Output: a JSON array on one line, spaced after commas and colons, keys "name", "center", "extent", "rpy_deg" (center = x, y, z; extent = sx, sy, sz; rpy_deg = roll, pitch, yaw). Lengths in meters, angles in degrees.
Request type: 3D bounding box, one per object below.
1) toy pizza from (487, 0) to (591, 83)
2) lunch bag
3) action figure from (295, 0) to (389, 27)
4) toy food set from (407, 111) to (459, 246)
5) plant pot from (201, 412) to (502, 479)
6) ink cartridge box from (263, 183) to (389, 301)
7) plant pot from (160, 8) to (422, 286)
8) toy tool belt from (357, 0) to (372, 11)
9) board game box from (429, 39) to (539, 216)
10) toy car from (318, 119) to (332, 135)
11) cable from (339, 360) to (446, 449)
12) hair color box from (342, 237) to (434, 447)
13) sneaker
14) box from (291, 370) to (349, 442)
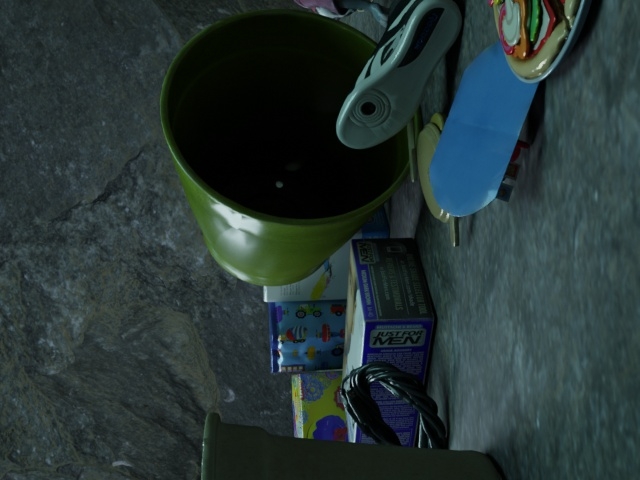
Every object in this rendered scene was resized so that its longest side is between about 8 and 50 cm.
[{"name": "toy pizza", "center": [0.165, -0.226, 0.636], "extent": [0.201, 0.032, 0.202], "rpy_deg": [180, 90, -83]}, {"name": "lunch bag", "center": [0.003, 0.108, 1.643], "extent": [0.138, 0.220, 0.293], "rpy_deg": [94, 172, -48]}, {"name": "action figure", "center": [-0.017, -0.476, 1.294], "extent": [0.370, 0.275, 0.248], "rpy_deg": [89, 175, -54]}, {"name": "toy food set", "center": [0.149, -0.086, 0.974], "extent": [0.192, 0.038, 0.133], "rpy_deg": [-109, 10, -57]}, {"name": "plant pot", "center": [0.037, 0.345, 0.855], "extent": [0.334, 0.305, 0.334], "rpy_deg": [178, 90, -85]}, {"name": "ink cartridge box", "center": [0.000, 0.000, 1.552], "extent": [0.171, 0.232, 0.168], "rpy_deg": [-99, 8, -51]}, {"name": "plant pot", "center": [-0.063, -0.101, 1.272], "extent": [0.353, 0.366, 0.367], "rpy_deg": [108, 160, -61]}, {"name": "toy tool belt", "center": [0.073, -0.467, 1.549], "extent": [0.083, 0.051, 0.052], "rpy_deg": [-131, 39, -82]}, {"name": "board game box", "center": [0.159, -0.100, 0.743], "extent": [0.169, 0.033, 0.133], "rpy_deg": [-70, 22, 7]}, {"name": "toy car", "center": [0.055, -0.273, 1.380], "extent": [0.159, 0.136, 0.182], "rpy_deg": [-31, 87, 49]}, {"name": "cable", "center": [0.112, 0.245, 1.113], "extent": [0.185, 0.047, 0.150], "rpy_deg": [55, 138, 3]}, {"name": "hair color box", "center": [0.096, 0.182, 1.268], "extent": [0.185, 0.110, 0.339], "rpy_deg": [-97, 8, -52]}, {"name": "sneaker", "center": [0.094, -0.220, 0.999], "extent": [0.217, 0.079, 0.121], "rpy_deg": [-51, 23, 29]}, {"name": "box", "center": [0.043, 0.402, 1.585], "extent": [0.279, 0.176, 0.290], "rpy_deg": [117, 150, -78]}]
